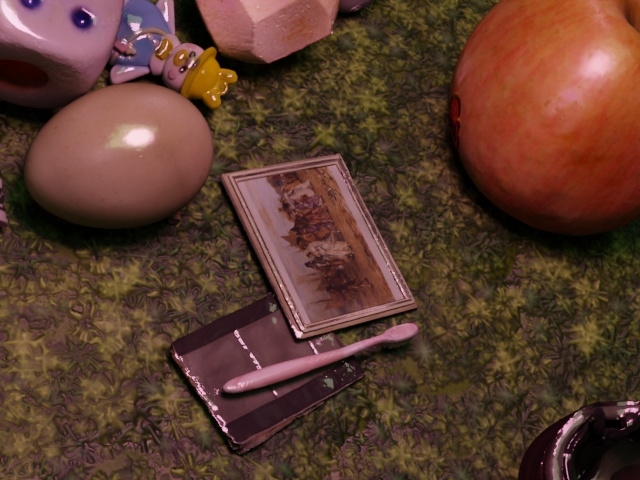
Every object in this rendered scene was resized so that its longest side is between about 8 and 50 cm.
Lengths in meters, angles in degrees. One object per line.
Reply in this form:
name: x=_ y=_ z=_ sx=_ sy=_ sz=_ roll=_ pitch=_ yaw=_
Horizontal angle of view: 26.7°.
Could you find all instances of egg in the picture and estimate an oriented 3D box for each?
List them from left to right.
egg: x=-0.263 y=-0.107 z=1.765 sx=0.254 sy=0.188 sz=0.188 roll=-19 pitch=70 yaw=-21

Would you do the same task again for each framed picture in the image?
framed picture: x=0.000 y=0.000 z=1.908 sx=0.217 sy=0.017 sz=0.274 roll=-14 pitch=67 yaw=-34

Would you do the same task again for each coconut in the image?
coconut: x=-0.075 y=-0.373 z=1.988 sx=0.237 sy=0.237 sz=0.197 roll=-34 pitch=107 yaw=-35

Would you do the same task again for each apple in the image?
apple: x=0.392 y=-0.219 z=2.019 sx=0.391 sy=0.346 sz=0.391 roll=15 pitch=53 yaw=-20

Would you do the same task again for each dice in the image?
dice: x=-0.378 y=-0.295 z=1.765 sx=0.194 sy=0.193 sz=0.191 roll=17 pitch=65 yaw=-27

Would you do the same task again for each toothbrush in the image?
toothbrush: x=0.004 y=0.160 z=1.802 sx=0.307 sy=0.029 sz=0.025 roll=-14 pitch=57 yaw=-30

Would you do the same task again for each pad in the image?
pad: x=-0.070 y=0.161 z=1.792 sx=0.233 sy=0.022 sz=0.174 roll=-28 pitch=75 yaw=-35

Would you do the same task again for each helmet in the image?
helmet: x=0.390 y=0.339 z=1.788 sx=0.305 sy=0.177 sz=0.225 roll=14 pitch=62 yaw=-24

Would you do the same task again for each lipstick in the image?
lipstick: x=-0.206 y=-0.067 z=1.870 sx=0.019 sy=0.019 sz=0.094 roll=3 pitch=60 yaw=-22

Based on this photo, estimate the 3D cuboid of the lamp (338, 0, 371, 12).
lamp: x=0.041 y=-0.410 z=2.129 sx=0.105 sy=0.105 sz=0.105 roll=11 pitch=58 yaw=-17

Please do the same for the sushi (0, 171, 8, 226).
sushi: x=-0.576 y=-0.167 z=1.726 sx=0.320 sy=0.069 sz=0.339 roll=3 pitch=66 yaw=-40

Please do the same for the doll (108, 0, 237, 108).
doll: x=-0.234 y=-0.274 z=1.934 sx=0.241 sy=0.098 sz=0.135 roll=31 pitch=46 yaw=-1
